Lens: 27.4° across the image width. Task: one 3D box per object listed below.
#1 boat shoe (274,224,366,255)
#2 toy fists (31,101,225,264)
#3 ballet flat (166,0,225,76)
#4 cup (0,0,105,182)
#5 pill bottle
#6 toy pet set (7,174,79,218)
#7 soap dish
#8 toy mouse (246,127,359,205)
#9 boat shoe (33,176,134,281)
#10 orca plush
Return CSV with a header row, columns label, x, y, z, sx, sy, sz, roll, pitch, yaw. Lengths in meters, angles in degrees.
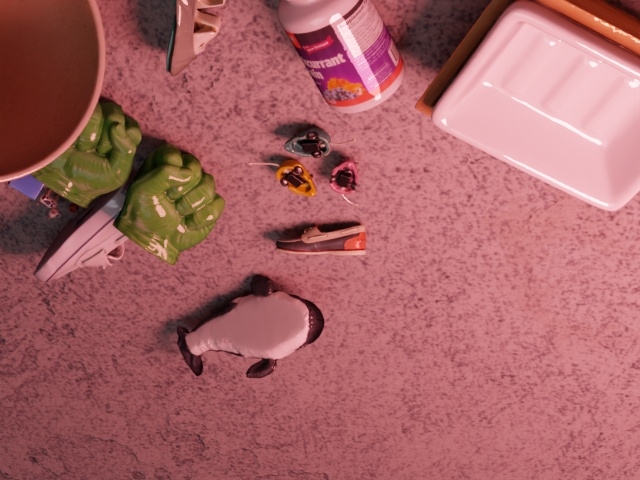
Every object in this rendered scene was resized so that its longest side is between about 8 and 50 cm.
label,x,y,z,sx,sy,sz,roll,pitch,yaw
boat shoe,0.000,0.000,1.870,0.137,0.049,0.043,0,93,20
toy fists,-0.259,-0.089,1.781,0.279,0.096,0.142,34,93,-17
ballet flat,-0.151,-0.280,1.602,0.068,0.072,0.213,10,136,0
cup,-0.464,-0.228,1.605,0.331,0.331,0.237,43,157,-27
pill bottle,0.016,-0.254,1.552,0.108,0.108,0.193,-12,130,26
toy pet set,-0.381,-0.077,1.881,0.114,0.065,0.122,32,134,-17
soap dish,0.293,-0.181,1.541,0.291,0.118,0.229,26,136,-10
toy mouse,0.006,-0.109,1.761,0.161,0.031,0.143,32,135,-17
boat shoe,-0.329,0.003,1.928,0.084,0.095,0.258,39,133,-18
orca plush,-0.088,0.149,2.009,0.287,0.151,0.102,-32,151,35
